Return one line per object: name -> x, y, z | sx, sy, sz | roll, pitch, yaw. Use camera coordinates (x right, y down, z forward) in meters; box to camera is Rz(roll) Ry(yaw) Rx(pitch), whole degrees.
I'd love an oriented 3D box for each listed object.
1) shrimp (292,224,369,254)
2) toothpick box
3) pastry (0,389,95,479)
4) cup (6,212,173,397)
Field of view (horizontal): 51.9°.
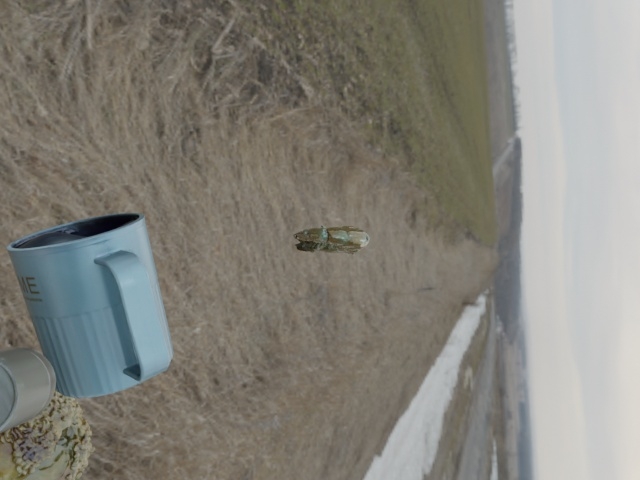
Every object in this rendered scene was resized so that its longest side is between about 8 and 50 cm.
shrimp -> 0.000, 0.000, 0.950 | 0.180, 0.099, 0.041 | -3, -94, 64
toothpick box -> -0.429, 0.199, 0.873 | 0.181, 0.111, 0.111 | 140, -51, -79
pastry -> -0.639, 0.435, 1.477 | 0.284, 0.184, 0.315 | -84, 150, -64
cup -> -0.414, 0.123, 1.305 | 0.257, 0.331, 0.311 | -41, 124, -64
